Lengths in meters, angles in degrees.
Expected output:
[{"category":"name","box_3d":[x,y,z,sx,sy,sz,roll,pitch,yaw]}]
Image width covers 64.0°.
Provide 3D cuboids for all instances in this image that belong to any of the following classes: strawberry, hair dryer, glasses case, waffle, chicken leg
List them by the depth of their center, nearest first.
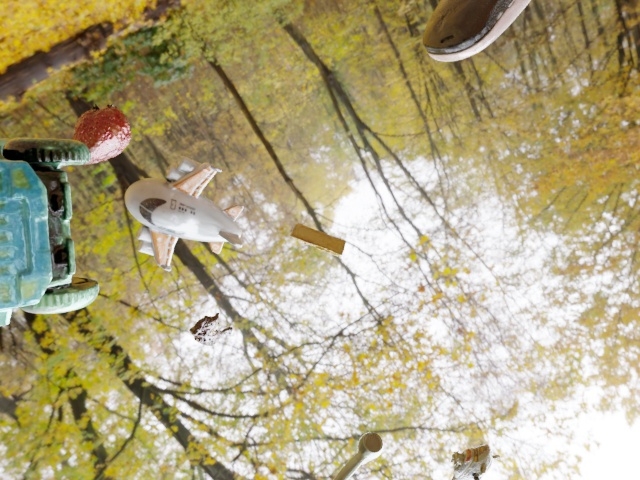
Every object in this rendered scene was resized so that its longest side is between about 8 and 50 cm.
[{"category":"glasses case","box_3d":[0.264,-0.386,0.735,0.314,0.075,0.122,-53,-146,-5]},{"category":"chicken leg","box_3d":[-0.192,0.159,0.900,0.062,0.037,0.145,-45,162,-15]},{"category":"strawberry","box_3d":[-0.498,-0.236,1.171,0.131,0.131,0.148,-17,-119,27]},{"category":"hair dryer","box_3d":[0.088,0.703,1.565,0.075,0.206,0.237,41,-123,21]},{"category":"waffle","box_3d":[0.000,0.000,1.645,0.274,0.168,0.057,18,93,-87]}]

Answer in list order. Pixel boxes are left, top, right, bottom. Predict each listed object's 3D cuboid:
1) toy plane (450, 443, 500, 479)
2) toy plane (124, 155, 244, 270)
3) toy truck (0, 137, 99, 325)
[{"category":"toy plane","box_3d":[0.382,0.639,1.393,0.108,0.286,0.092,19,-145,-1]},{"category":"toy plane","box_3d":[-0.271,-0.049,1.033,0.245,0.244,0.117,-32,-145,-3]},{"category":"toy truck","box_3d":[-0.325,-0.018,0.472,0.279,0.154,0.156,9,-167,41]}]
